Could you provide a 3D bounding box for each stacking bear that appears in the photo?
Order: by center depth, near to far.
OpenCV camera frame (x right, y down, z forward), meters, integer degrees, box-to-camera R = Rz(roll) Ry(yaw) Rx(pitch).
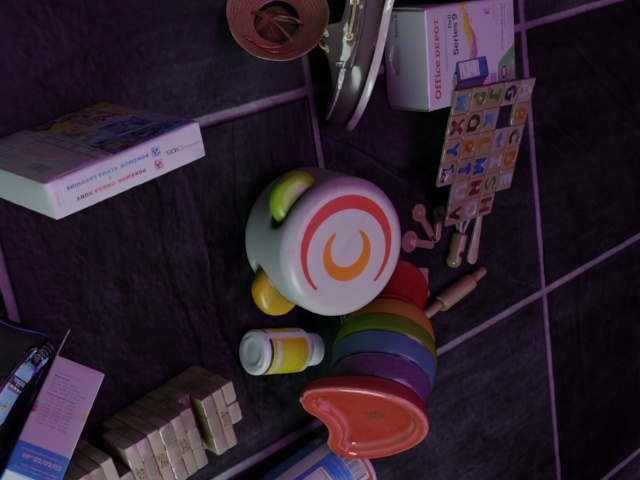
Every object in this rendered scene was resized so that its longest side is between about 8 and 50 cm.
[{"bbox_3d":[0.091,0.146,1.410,0.289,0.164,0.175,-78,150,-42],"label":"stacking bear"}]

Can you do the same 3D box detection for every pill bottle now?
[{"bbox_3d":[-0.052,0.157,1.377,0.116,0.065,0.065,2,97,-42],"label":"pill bottle"},{"bbox_3d":[-0.034,0.381,1.398,0.221,0.124,0.124,-29,117,-33],"label":"pill bottle"}]

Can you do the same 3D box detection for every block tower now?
[{"bbox_3d":[-0.252,0.282,1.203,0.335,0.097,0.091,-29,116,-33],"label":"block tower"}]

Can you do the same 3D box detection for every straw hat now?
[{"bbox_3d":[-0.059,-0.282,1.285,0.144,0.144,0.061,-51,168,-23],"label":"straw hat"}]

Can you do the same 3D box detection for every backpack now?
[{"bbox_3d":[-0.391,0.157,1.036,0.158,0.117,0.173,28,79,-42],"label":"backpack"}]

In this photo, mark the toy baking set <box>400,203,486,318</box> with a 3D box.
[{"bbox_3d":[0.222,0.009,1.618,0.256,0.030,0.196,-28,116,-35],"label":"toy baking set"}]

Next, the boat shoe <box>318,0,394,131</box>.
[{"bbox_3d":[0.046,-0.305,1.319,0.097,0.116,0.324,9,122,-11],"label":"boat shoe"}]

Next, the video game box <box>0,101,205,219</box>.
[{"bbox_3d":[-0.260,-0.093,1.049,0.187,0.205,0.048,-31,121,-33],"label":"video game box"}]

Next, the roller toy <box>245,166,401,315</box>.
[{"bbox_3d":[0.000,0.000,1.339,0.191,0.146,0.209,-5,104,-30],"label":"roller toy"}]

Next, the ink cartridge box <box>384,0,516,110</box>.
[{"bbox_3d":[0.203,-0.294,1.502,0.212,0.093,0.154,-17,110,-37],"label":"ink cartridge box"}]

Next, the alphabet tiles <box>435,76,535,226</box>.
[{"bbox_3d":[0.259,-0.140,1.557,0.198,0.009,0.237,-16,125,-40],"label":"alphabet tiles"}]

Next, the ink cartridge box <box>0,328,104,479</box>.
[{"bbox_3d":[-0.299,0.203,1.088,0.062,0.104,0.181,25,51,-13],"label":"ink cartridge box"}]
